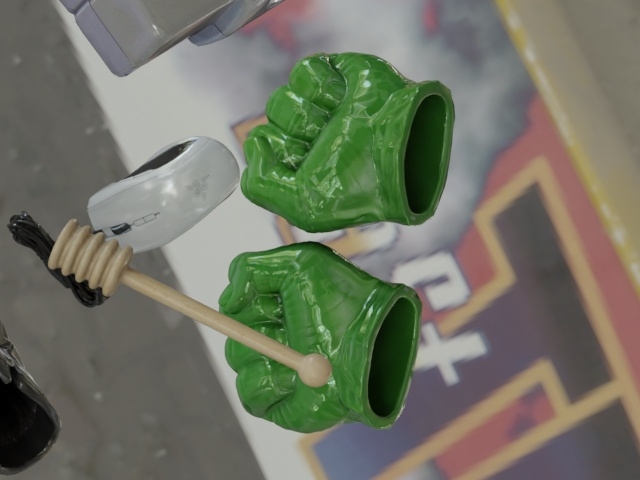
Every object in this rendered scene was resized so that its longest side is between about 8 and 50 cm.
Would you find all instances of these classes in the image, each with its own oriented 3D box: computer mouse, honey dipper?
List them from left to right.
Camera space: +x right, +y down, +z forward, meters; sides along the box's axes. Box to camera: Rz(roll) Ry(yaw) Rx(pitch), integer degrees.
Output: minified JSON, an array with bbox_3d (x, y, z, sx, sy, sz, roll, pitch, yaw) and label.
[{"bbox_3d":[-0.154,-0.021,1.424,0.106,0.193,0.042,53,18,-22],"label":"computer mouse"},{"bbox_3d":[-0.066,0.035,0.919,0.160,0.030,0.030,25,31,1],"label":"honey dipper"}]

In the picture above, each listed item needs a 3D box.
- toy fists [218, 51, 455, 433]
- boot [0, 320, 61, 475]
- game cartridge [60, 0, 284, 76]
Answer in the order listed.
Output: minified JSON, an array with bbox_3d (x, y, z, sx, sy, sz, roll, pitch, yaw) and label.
[{"bbox_3d":[0.000,0.000,1.258,0.096,0.142,0.279,8,91,-57],"label":"toy fists"},{"bbox_3d":[-0.315,0.018,1.224,0.338,0.118,0.223,42,3,-43],"label":"boot"},{"bbox_3d":[-0.038,-0.243,0.866,0.355,0.068,0.230,-38,99,-41],"label":"game cartridge"}]
